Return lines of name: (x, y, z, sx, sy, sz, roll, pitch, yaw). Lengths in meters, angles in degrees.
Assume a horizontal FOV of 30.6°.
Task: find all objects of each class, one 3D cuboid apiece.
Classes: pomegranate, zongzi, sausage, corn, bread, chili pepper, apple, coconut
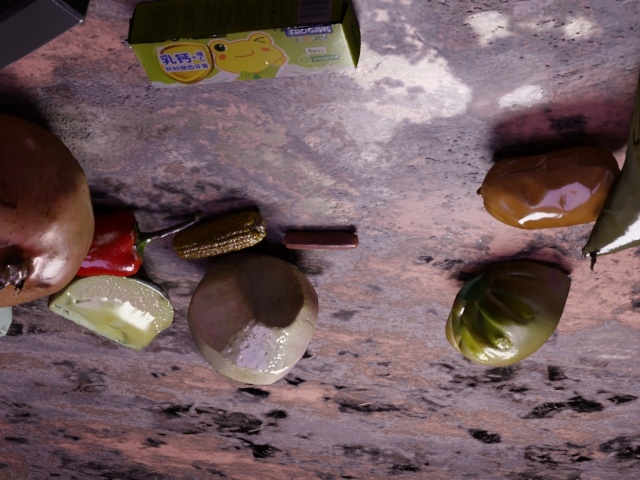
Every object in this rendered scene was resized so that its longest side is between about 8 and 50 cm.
pomegranate: (-0.528, -0.034, 1.935, 0.338, 0.338, 0.338, 4, 150, 2)
zongzi: (0.467, -0.149, 1.670, 0.418, 0.181, 0.447, -29, 135, 27)
sausage: (0.375, -0.086, 1.911, 0.241, 0.120, 0.136, -10, 135, 24)
corn: (-0.188, -0.008, 2.187, 0.207, 0.068, 0.068, -15, 144, 29)
bread: (0.364, 0.144, 2.259, 0.158, 0.156, 0.261, 30, 105, -32)
chili pepper: (-0.397, 0.009, 2.189, 0.338, 0.131, 0.134, 7, 159, -6)
sausage: (0.000, 0.001, 2.203, 0.147, 0.035, 0.030, 2, 118, 10)
apple: (-0.406, 0.109, 2.377, 0.193, 0.120, 0.265, -30, 138, 28)
coconut: (-0.131, 0.153, 2.292, 0.259, 0.259, 0.259, 4, 150, 2)

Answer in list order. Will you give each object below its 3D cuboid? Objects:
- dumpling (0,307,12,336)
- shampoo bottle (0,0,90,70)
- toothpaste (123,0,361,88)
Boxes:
dumpling: (-0.731, 0.132, 2.474, 0.149, 0.105, 0.217, 7, 150, -3)
shampoo bottle: (-0.435, -0.319, 1.687, 0.246, 0.080, 0.079, -20, 140, 36)
toothpaste: (-0.106, -0.293, 1.681, 0.327, 0.077, 0.110, -3, 151, 14)
